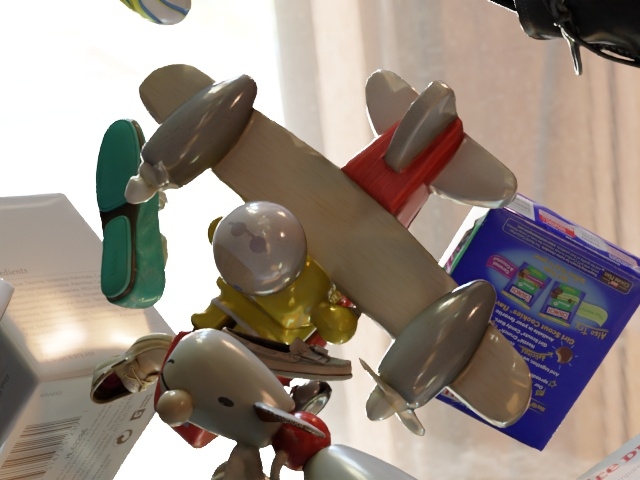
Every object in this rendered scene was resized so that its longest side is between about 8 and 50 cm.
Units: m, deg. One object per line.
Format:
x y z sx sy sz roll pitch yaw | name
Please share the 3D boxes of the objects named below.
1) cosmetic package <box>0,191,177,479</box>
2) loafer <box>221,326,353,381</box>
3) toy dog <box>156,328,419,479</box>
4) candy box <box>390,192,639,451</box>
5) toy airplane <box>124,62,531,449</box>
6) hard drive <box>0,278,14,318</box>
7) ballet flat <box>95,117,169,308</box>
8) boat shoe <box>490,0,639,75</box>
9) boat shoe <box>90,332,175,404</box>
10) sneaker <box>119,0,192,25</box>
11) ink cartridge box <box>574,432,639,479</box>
-0.484 0.172 2.478 0.393 0.327 0.329 49 -59 25 | cosmetic package
-0.032 0.102 1.422 0.045 0.125 0.039 -16 110 -83 | loafer
-0.001 0.207 1.124 0.334 0.161 0.220 18 -60 29 | toy dog
0.292 0.114 2.371 0.317 0.268 0.122 -60 -174 20 | candy box
0.000 0.000 1.504 0.272 0.386 0.384 14 72 -67 | toy airplane
-0.467 0.096 1.704 0.318 0.210 0.040 -81 -164 -63 | hard drive
-0.225 -0.027 1.936 0.083 0.087 0.247 -19 -119 30 | ballet flat
0.286 -0.275 1.701 0.500 0.156 0.186 41 -24 42 | boat shoe
-0.242 0.175 2.086 0.170 0.063 0.059 -30 -148 40 | boat shoe
-0.191 -0.329 1.748 0.126 0.091 0.240 8 -34 43 | sneaker
0.444 0.362 1.821 0.160 0.279 0.385 59 -9 -18 | ink cartridge box
